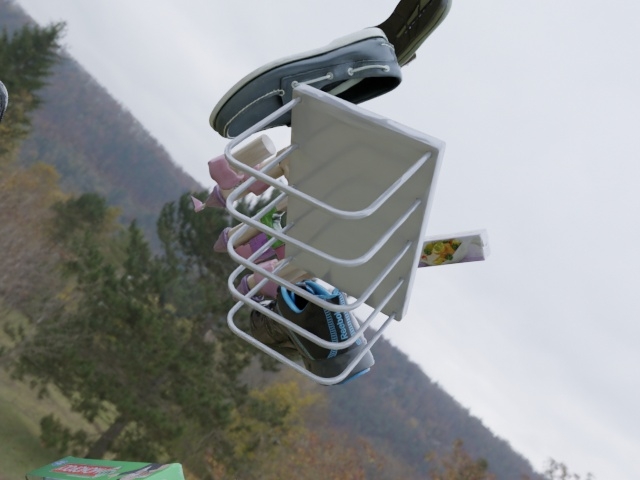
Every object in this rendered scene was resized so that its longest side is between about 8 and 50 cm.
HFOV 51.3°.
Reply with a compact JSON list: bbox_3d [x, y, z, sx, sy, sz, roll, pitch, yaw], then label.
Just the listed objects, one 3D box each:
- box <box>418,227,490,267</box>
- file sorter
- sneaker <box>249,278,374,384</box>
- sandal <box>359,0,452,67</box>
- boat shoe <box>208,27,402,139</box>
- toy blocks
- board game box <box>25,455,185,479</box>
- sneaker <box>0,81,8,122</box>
[{"bbox_3d":[0.227,0.028,1.549,0.324,0.067,0.063,-8,-82,29],"label":"box"},{"bbox_3d":[0.000,0.000,0.785,0.193,0.173,0.277,27,-45,22],"label":"file sorter"},{"bbox_3d":[-0.028,0.121,1.085,0.341,0.125,0.139,6,-66,61],"label":"sneaker"},{"bbox_3d":[0.150,-0.372,1.268,0.303,0.086,0.120,-27,-110,50],"label":"sandal"},{"bbox_3d":[-0.019,-0.229,1.055,0.099,0.320,0.116,62,-8,18],"label":"boat shoe"},{"bbox_3d":[-0.099,-0.017,1.323,0.309,0.260,0.288,-2,67,-64],"label":"toy blocks"},{"bbox_3d":[-0.137,0.331,0.519,0.214,0.046,0.317,-19,-94,48],"label":"board game box"},{"bbox_3d":[-0.312,-0.057,0.510,0.051,0.170,0.089,50,6,-34],"label":"sneaker"}]
